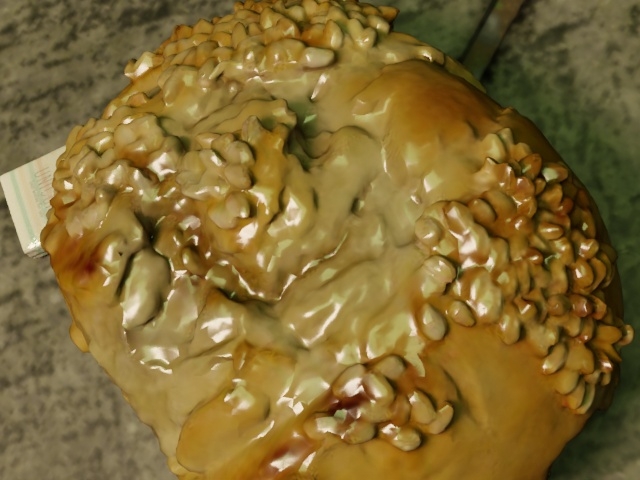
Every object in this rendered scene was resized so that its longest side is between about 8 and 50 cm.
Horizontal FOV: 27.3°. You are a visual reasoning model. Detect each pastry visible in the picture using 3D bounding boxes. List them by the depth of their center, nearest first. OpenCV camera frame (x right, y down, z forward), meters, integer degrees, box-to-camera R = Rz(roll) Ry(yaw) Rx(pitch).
[{"bbox_3d":[0.000,0.000,0.646,0.255,0.162,0.311,-37,64,-16],"label":"pastry"}]

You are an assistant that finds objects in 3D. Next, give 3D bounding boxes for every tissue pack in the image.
[{"bbox_3d":[-0.133,-0.035,0.786,0.108,0.023,0.056,-23,72,7],"label":"tissue pack"}]
